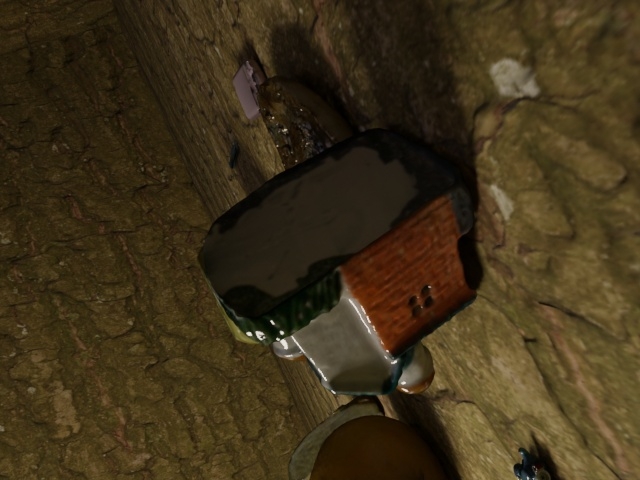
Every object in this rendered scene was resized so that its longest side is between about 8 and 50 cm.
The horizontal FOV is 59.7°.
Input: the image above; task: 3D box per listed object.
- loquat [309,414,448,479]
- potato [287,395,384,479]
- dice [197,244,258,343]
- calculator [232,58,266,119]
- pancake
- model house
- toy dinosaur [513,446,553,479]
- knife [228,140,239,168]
[{"bbox_3d":[0.107,0.467,1.014,0.274,0.275,0.274,57,163,29],"label":"loquat"},{"bbox_3d":[0.025,0.493,1.342,0.112,0.255,0.269,50,159,42],"label":"potato"},{"bbox_3d":[-0.161,0.102,1.418,0.238,0.233,0.226,47,157,52],"label":"dice"},{"bbox_3d":[-0.138,-0.297,1.110,0.100,0.032,0.175,69,165,-10],"label":"calculator"},{"bbox_3d":[0.001,-0.093,0.902,0.356,0.065,0.356,58,165,26],"label":"pancake"},{"bbox_3d":[0.049,0.067,0.661,0.190,0.272,0.300,42,164,55],"label":"model house"},{"bbox_3d":[0.258,0.283,0.658,0.083,0.031,0.047,59,163,20],"label":"toy dinosaur"},{"bbox_3d":[-0.253,-0.244,1.620,0.210,0.015,0.028,145,106,-74],"label":"knife"}]
